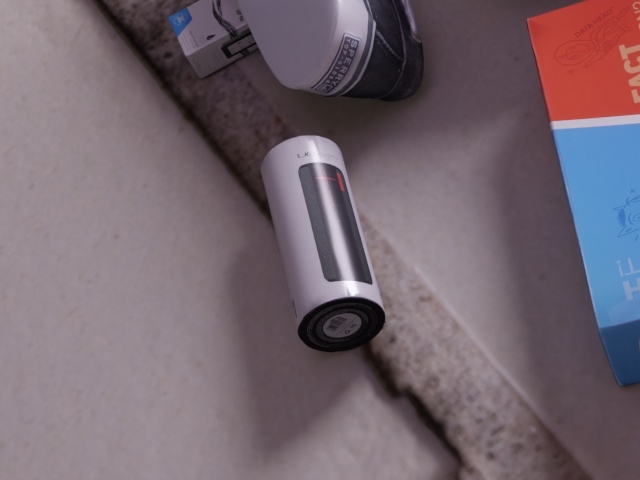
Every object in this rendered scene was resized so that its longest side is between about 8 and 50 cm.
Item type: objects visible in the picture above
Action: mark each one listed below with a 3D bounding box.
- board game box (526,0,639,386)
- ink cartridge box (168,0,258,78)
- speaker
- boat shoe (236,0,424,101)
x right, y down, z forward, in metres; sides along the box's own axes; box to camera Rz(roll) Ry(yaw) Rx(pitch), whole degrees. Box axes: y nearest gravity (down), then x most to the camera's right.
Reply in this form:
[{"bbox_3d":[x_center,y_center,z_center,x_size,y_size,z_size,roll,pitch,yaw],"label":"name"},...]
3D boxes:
[{"bbox_3d":[0.294,-0.069,0.893,0.316,0.064,0.242,-16,52,12],"label":"board game box"},{"bbox_3d":[-0.062,-0.158,1.137,0.083,0.028,0.048,-28,50,2],"label":"ink cartridge box"},{"bbox_3d":[0.000,0.000,0.980,0.055,0.055,0.136,-21,50,9],"label":"speaker"},{"bbox_3d":[-0.008,-0.213,1.109,0.108,0.102,0.301,-53,45,31],"label":"boat shoe"}]
